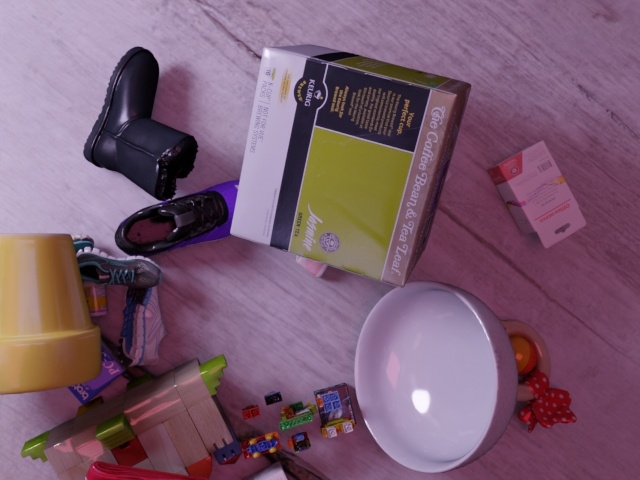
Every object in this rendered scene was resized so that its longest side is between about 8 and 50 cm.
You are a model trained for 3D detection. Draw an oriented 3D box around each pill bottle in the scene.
[{"bbox_3d":[-0.423,0.100,1.296,0.043,0.043,0.083,-7,88,-10],"label":"pill bottle"}]

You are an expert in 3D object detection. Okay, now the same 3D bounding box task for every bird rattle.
[{"bbox_3d":[0.401,0.262,1.391,0.254,0.143,0.207,17,68,-11],"label":"bird rattle"}]

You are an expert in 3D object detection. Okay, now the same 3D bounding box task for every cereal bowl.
[{"bbox_3d":[0.226,0.245,1.281,0.141,0.339,0.339,6,85,-40],"label":"cereal bowl"}]

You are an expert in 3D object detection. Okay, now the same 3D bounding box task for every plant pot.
[{"bbox_3d":[-0.488,0.107,1.129,0.254,0.254,0.239,0,89,-10],"label":"plant pot"}]

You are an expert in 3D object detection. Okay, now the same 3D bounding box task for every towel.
[{"bbox_3d":[-0.323,0.481,1.182,0.199,0.031,0.275,16,120,-18],"label":"towel"}]

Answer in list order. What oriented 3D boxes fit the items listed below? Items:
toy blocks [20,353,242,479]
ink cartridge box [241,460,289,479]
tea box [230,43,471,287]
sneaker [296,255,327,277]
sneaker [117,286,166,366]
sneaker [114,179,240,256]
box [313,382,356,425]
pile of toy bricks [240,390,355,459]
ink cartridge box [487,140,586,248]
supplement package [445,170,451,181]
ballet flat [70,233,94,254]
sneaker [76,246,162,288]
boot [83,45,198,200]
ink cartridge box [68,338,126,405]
[{"bbox_3d":[-0.296,0.399,1.253,0.381,0.191,0.261,-26,103,-9],"label":"toy blocks"},{"bbox_3d":[-0.148,0.534,1.302,0.231,0.078,0.134,-26,91,-9],"label":"ink cartridge box"},{"bbox_3d":[0.054,-0.141,1.202,0.324,0.220,0.329,18,111,13],"label":"tea box"},{"bbox_3d":[0.000,0.000,1.368,0.070,0.051,0.134,31,87,-12],"label":"sneaker"},{"bbox_3d":[-0.326,0.145,1.307,0.083,0.071,0.190,23,66,-48],"label":"sneaker"},{"bbox_3d":[-0.238,-0.037,1.282,0.293,0.146,0.102,-21,91,-10],"label":"sneaker"},{"bbox_3d":[0.029,0.331,1.373,0.067,0.018,0.083,-13,89,-10],"label":"box"},{"bbox_3d":[-0.051,0.334,1.314,0.212,0.105,0.118,-14,87,-8],"label":"pile of toy bricks"},{"bbox_3d":[0.450,-0.091,1.442,0.115,0.067,0.198,-28,90,-10],"label":"ink cartridge box"},{"bbox_3d":[0.149,-0.150,1.375,0.179,0.105,0.105,43,82,-6],"label":"supplement package"},{"bbox_3d":[-0.531,0.049,1.266,0.241,0.091,0.077,-37,60,-14],"label":"ballet flat"},{"bbox_3d":[-0.368,0.061,1.237,0.167,0.076,0.065,8,109,3],"label":"sneaker"},{"bbox_3d":[-0.302,-0.212,1.265,0.207,0.094,0.246,24,89,24],"label":"boot"},{"bbox_3d":[-0.464,0.192,1.283,0.097,0.046,0.207,-40,94,-8],"label":"ink cartridge box"}]
